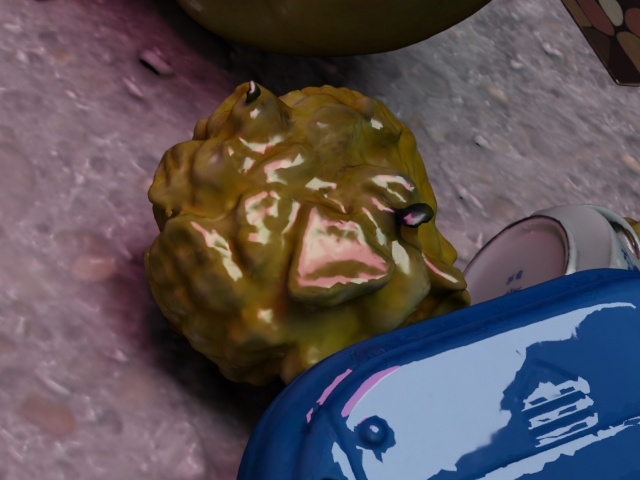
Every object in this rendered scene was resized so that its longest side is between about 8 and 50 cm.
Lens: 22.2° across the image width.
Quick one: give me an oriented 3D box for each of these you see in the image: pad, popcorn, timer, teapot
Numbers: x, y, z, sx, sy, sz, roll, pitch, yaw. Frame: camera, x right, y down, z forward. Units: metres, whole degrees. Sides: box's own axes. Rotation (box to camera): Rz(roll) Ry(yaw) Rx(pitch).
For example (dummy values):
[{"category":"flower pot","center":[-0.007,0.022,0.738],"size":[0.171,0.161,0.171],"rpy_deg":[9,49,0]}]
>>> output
[{"category":"pad","center":[0.283,-0.241,1.596],"size":[0.158,0.003,0.235],"rpy_deg":[-4,56,-41]},{"category":"popcorn","center":[-0.002,0.001,1.005],"size":[0.218,0.169,0.189],"rpy_deg":[-17,64,-40]},{"category":"timer","center":[0.136,0.181,0.903],"size":[0.340,0.115,0.309],"rpy_deg":[-16,80,-27]},{"category":"teapot","center":[0.175,0.067,1.112],"size":[0.159,0.159,0.232],"rpy_deg":[27,51,-16]}]

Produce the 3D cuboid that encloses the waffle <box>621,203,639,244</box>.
[{"category":"waffle","center":[0.321,0.102,1.247],"size":[0.317,0.073,0.297],"rpy_deg":[12,47,-30]}]

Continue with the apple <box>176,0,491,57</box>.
[{"category":"apple","center":[0.010,-0.280,1.163],"size":[0.338,0.338,0.305],"rpy_deg":[35,56,-7]}]
